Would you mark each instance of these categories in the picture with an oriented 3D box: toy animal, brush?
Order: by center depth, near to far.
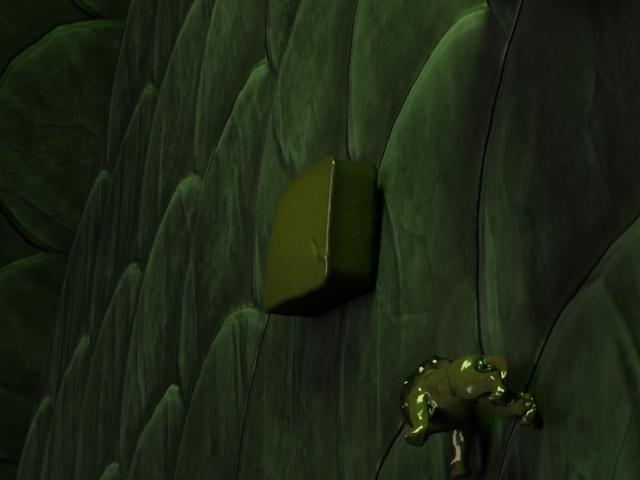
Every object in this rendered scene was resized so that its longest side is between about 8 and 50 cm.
[{"bbox_3d":[0.100,0.121,1.285,0.220,0.069,0.086,-11,60,70],"label":"toy animal"},{"bbox_3d":[0.000,0.000,1.703,0.197,0.059,0.123,150,126,-70],"label":"brush"}]
